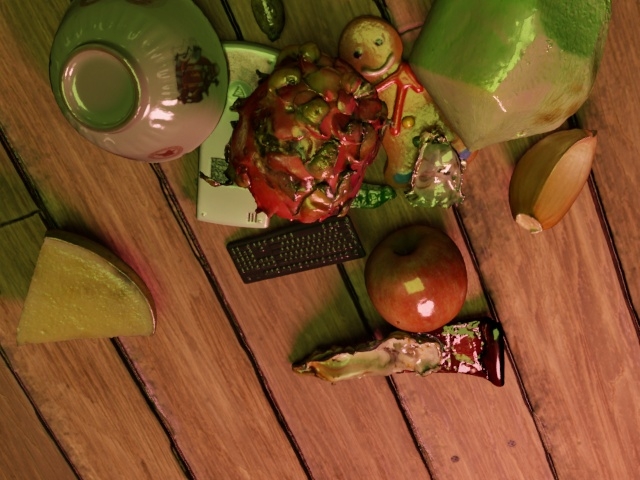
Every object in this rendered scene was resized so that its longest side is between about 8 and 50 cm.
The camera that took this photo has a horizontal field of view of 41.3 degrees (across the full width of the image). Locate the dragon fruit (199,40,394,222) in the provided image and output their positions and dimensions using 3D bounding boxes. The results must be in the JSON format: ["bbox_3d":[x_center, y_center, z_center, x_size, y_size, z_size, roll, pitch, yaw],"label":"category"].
[{"bbox_3d":[-0.024,-0.185,1.397,0.269,0.250,0.291,20,134,7],"label":"dragon fruit"}]

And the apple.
[{"bbox_3d":[0.178,0.073,1.565,0.188,0.188,0.173,-12,124,10],"label":"apple"}]

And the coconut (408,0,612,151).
[{"bbox_3d":[0.296,-0.292,1.344,0.281,0.328,0.328,30,117,27],"label":"coconut"}]

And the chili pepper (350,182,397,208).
[{"bbox_3d":[0.030,-0.100,1.572,0.227,0.059,0.088,7,112,0],"label":"chili pepper"}]

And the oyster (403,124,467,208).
[{"bbox_3d":[0.212,-0.122,1.512,0.109,0.053,0.165,16,133,11],"label":"oyster"}]

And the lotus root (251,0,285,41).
[{"bbox_3d":[-0.087,-0.390,1.458,0.049,0.054,0.099,-3,114,29],"label":"lotus root"}]

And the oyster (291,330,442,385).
[{"bbox_3d":[0.084,0.224,1.663,0.345,0.078,0.129,-14,144,36],"label":"oyster"}]

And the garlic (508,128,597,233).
[{"bbox_3d":[0.408,-0.120,1.504,0.115,0.128,0.206,40,110,33],"label":"garlic"}]

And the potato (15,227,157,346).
[{"bbox_3d":[-0.441,0.118,1.680,0.255,0.112,0.269,21,117,-8],"label":"potato"}]

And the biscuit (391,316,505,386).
[{"bbox_3d":[0.247,0.210,1.681,0.236,0.063,0.151,2,113,12],"label":"biscuit"}]

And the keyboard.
[{"bbox_3d":[-0.003,0.006,1.596,0.381,0.041,0.103,-17,111,22],"label":"keyboard"}]

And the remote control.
[{"bbox_3d":[-0.150,-0.190,1.551,0.145,0.050,0.343,8,113,2],"label":"remote control"}]

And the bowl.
[{"bbox_3d":[-0.339,-0.272,1.447,0.338,0.157,0.337,5,113,13],"label":"bowl"}]

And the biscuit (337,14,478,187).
[{"bbox_3d":[0.134,-0.246,1.507,0.206,0.049,0.323,-22,108,14],"label":"biscuit"}]
